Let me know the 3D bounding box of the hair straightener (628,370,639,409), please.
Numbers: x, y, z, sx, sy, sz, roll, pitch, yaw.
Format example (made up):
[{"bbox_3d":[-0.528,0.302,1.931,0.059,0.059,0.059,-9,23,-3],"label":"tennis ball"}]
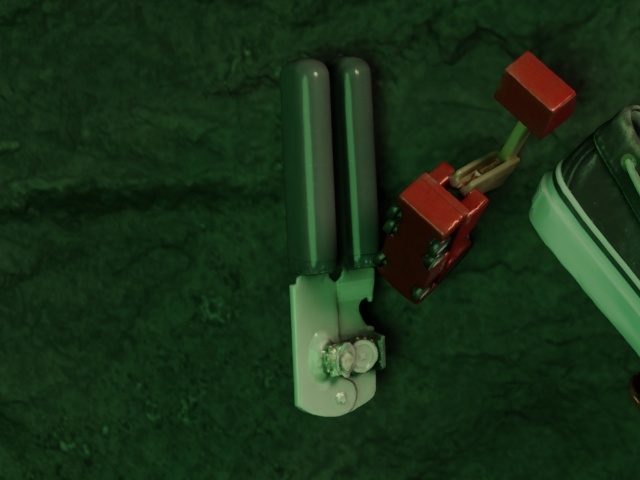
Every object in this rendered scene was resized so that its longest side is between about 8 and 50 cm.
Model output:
[{"bbox_3d":[0.313,0.169,1.111,0.089,0.047,0.230,-38,83,33],"label":"hair straightener"}]

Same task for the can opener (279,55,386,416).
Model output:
[{"bbox_3d":[0.000,0.000,1.229,0.093,0.074,0.280,17,111,56],"label":"can opener"}]

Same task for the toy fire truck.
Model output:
[{"bbox_3d":[0.107,-0.039,1.146,0.047,0.135,0.192,43,160,13],"label":"toy fire truck"}]

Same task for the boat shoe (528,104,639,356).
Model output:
[{"bbox_3d":[0.279,0.048,1.052,0.335,0.121,0.119,45,126,15],"label":"boat shoe"}]
